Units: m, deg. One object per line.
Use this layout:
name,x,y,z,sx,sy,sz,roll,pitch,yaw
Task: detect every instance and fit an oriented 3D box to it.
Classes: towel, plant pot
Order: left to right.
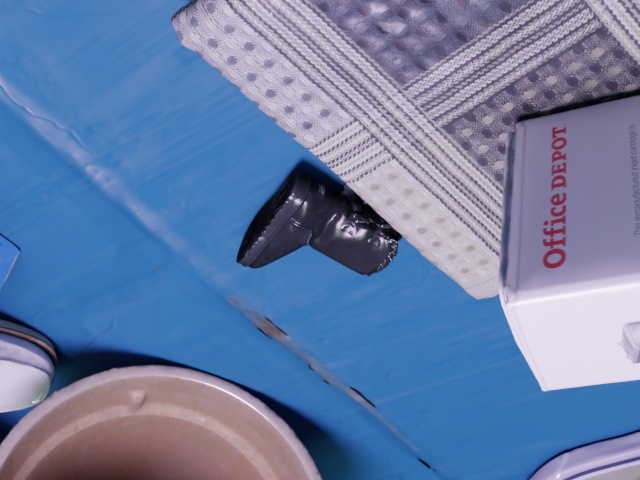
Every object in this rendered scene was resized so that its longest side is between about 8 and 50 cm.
plant pot,-0.186,0.336,1.090,0.333,0.334,0.305,20,149,-7
towel,0.120,-0.116,0.687,0.312,0.056,0.324,-30,121,35

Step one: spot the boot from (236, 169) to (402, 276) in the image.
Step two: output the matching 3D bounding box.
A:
boot,0.000,0.000,0.844,0.099,0.045,0.121,25,137,-17

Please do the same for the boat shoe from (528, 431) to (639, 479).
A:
boat shoe,0.291,0.241,0.991,0.109,0.094,0.302,31,136,-19

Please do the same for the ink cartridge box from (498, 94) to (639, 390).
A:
ink cartridge box,0.220,-0.011,0.615,0.218,0.159,0.092,-9,132,22

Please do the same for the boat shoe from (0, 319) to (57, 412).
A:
boat shoe,-0.386,0.133,0.975,0.302,0.103,0.113,6,124,-29

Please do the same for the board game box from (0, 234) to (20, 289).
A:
board game box,-0.419,0.043,0.809,0.086,0.302,0.308,-25,126,35
